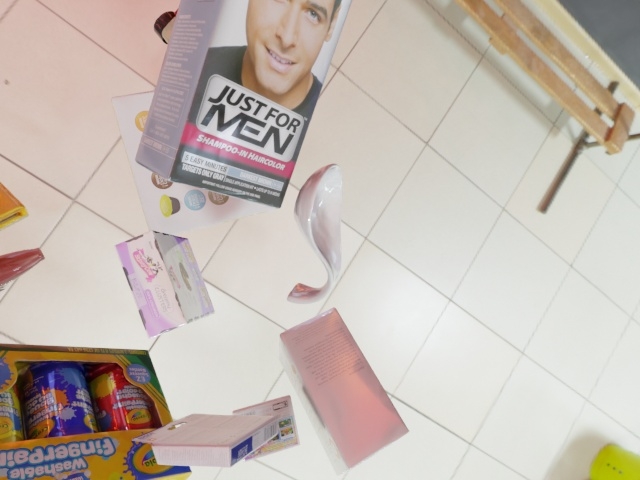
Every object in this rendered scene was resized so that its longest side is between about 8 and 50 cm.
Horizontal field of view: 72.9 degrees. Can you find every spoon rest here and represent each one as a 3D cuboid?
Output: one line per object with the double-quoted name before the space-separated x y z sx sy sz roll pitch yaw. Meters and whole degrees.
"spoon rest" 0.000 0.000 0.743 0.084 0.137 0.276 20 126 15

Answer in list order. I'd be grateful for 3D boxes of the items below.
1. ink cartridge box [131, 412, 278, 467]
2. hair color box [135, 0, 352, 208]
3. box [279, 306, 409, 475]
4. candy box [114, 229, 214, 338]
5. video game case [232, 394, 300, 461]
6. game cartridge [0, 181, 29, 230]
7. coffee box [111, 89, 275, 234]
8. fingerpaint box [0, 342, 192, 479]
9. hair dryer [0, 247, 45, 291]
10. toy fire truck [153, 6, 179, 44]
"ink cartridge box" -0.233 0.415 0.914 0.223 0.223 0.045 -5 81 18
"hair color box" -0.093 -0.249 0.589 0.185 0.113 0.375 11 101 -47
"box" 0.041 0.387 1.114 0.168 0.215 0.345 -23 63 -19
"candy box" -0.272 0.076 0.786 0.070 0.196 0.165 -21 86 -2
"video game case" -0.143 0.500 1.154 0.157 0.019 0.143 -12 98 -12
"game cartridge" -0.916 -0.091 1.012 0.323 0.053 0.285 38 55 15
"coffee box" -0.331 -0.214 1.186 0.334 0.338 0.338 -15 99 -15
"fingerpaint box" -0.552 0.408 0.922 0.444 0.371 0.163 20 112 -48
"hair dryer" -0.889 0.097 1.181 0.293 0.223 0.080 -27 99 5
"toy fire truck" -0.196 -0.466 0.894 0.246 0.217 0.158 -40 87 14
